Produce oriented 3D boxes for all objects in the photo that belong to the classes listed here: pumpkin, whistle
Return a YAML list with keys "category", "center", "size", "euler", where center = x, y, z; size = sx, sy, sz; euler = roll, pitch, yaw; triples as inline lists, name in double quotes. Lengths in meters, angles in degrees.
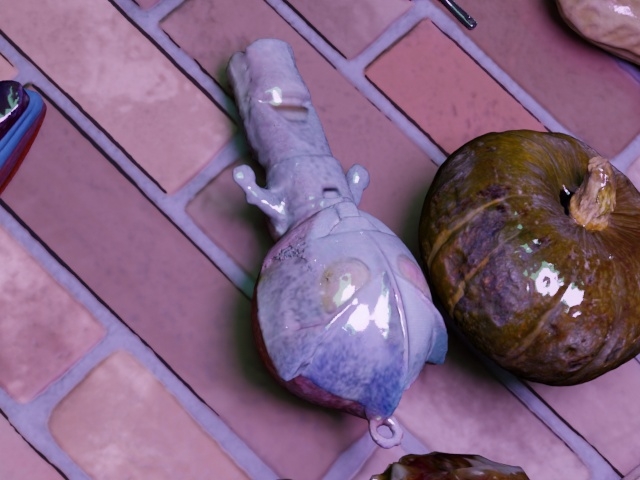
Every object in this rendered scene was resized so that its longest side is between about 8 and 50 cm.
- category: "pumpkin"
  center: [0.182, 0.000, 1.068]
  size: [0.219, 0.162, 0.219]
  euler: [22, 37, -17]
- category: "whistle"
  center: [-0.001, 0.001, 1.075]
  size: [0.142, 0.133, 0.346]
  euler: [-14, 65, -13]

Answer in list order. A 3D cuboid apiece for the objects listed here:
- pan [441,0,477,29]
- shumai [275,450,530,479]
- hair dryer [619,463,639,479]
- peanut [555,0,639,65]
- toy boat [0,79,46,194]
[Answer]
- category: "pan"
  center: [0.097, -0.230, 1.220]
  size: [0.115, 0.023, 0.068]
  euler: [43, 67, 5]
- category: "shumai"
  center: [0.049, 0.224, 0.929]
  size: [0.225, 0.261, 0.222]
  euler: [35, 91, -26]
- category: "hair dryer"
  center: [0.365, 0.185, 1.118]
  size: [0.255, 0.070, 0.128]
  euler: [-29, 80, -24]
- category: "peanut"
  center: [0.329, -0.165, 1.199]
  size: [0.298, 0.120, 0.136]
  euler: [38, 63, 5]
- category: "toy boat"
  center: [-0.359, -0.002, 1.021]
  size: [0.392, 0.079, 0.136]
  euler: [-39, 85, -18]
